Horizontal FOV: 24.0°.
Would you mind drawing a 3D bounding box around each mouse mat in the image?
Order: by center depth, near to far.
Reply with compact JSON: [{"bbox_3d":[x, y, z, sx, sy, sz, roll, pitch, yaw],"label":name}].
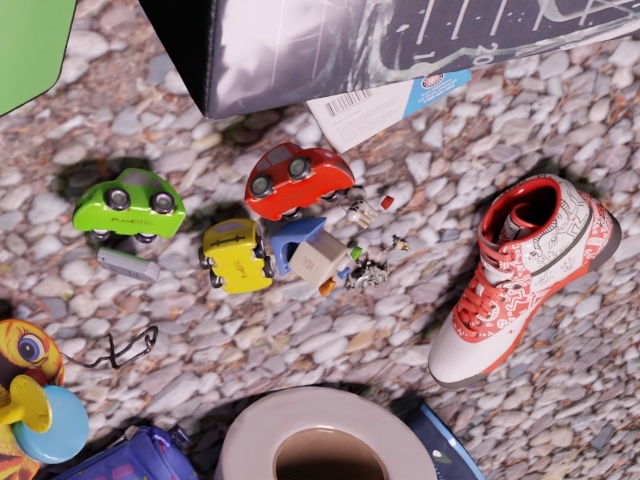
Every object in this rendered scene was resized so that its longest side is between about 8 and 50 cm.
[{"bbox_3d":[-0.245,-0.139,1.118,0.190,0.007,0.152,-37,157,-46],"label":"mouse mat"}]

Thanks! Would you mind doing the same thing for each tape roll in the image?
[{"bbox_3d":[-0.008,0.307,1.669,0.246,0.246,0.169,-7,138,-26],"label":"tape roll"}]

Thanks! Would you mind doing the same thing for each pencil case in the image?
[{"bbox_3d":[-0.269,0.306,1.605,0.306,0.133,0.119,-27,-175,-1],"label":"pencil case"}]

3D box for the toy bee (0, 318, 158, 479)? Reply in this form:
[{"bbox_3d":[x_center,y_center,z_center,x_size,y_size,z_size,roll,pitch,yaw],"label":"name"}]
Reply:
[{"bbox_3d":[-0.295,0.142,1.368,0.195,0.298,0.162,-35,108,26],"label":"toy bee"}]

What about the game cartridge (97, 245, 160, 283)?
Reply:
[{"bbox_3d":[-0.174,0.023,1.371,0.056,0.017,0.083,21,172,-2],"label":"game cartridge"}]

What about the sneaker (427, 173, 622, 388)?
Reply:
[{"bbox_3d":[0.187,0.039,1.611,0.270,0.090,0.145,-43,140,13],"label":"sneaker"}]

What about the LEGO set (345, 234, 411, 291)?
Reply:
[{"bbox_3d":[0.060,0.031,1.572,0.054,0.023,0.083,10,129,-39],"label":"LEGO set"}]

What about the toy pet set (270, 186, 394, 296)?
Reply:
[{"bbox_3d":[0.000,0.000,1.489,0.114,0.065,0.122,-40,165,-51],"label":"toy pet set"}]

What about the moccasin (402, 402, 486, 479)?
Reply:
[{"bbox_3d":[0.147,0.324,1.870,0.117,0.137,0.342,-33,142,-6],"label":"moccasin"}]

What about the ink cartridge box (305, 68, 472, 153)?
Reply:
[{"bbox_3d":[0.031,-0.180,1.261,0.140,0.082,0.190,-29,142,2],"label":"ink cartridge box"}]

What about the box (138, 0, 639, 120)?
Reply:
[{"bbox_3d":[0.110,-0.375,0.919,0.472,0.297,0.480,-15,141,-21],"label":"box"}]

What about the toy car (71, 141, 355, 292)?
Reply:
[{"bbox_3d":[-0.112,-0.031,1.350,0.225,0.053,0.239,5,148,-24],"label":"toy car"}]
